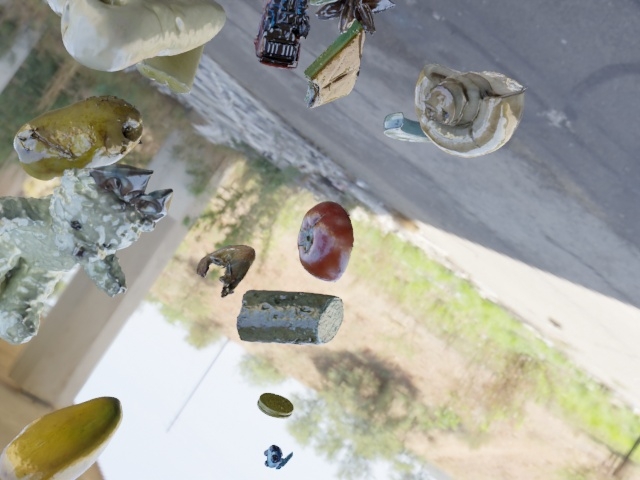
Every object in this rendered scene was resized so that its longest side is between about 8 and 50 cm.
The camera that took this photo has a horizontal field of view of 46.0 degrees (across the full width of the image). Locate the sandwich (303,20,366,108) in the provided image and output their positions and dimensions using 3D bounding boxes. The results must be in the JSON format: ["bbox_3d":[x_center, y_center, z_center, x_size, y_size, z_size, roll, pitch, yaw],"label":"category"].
[{"bbox_3d":[0.038,-0.532,2.298,0.063,0.212,0.244,38,137,26],"label":"sandwich"}]

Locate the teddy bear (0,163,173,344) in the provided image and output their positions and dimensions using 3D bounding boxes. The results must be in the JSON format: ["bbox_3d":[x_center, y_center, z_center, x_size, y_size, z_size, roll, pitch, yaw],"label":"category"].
[{"bbox_3d":[-0.502,0.026,1.468,0.362,0.375,0.327,6,150,45],"label":"teddy bear"}]

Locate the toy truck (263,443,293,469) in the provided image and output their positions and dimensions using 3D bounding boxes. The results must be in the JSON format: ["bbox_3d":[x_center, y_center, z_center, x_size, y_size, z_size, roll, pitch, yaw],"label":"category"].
[{"bbox_3d":[-0.129,0.684,2.377,0.090,0.056,0.073,20,-136,-30],"label":"toy truck"}]

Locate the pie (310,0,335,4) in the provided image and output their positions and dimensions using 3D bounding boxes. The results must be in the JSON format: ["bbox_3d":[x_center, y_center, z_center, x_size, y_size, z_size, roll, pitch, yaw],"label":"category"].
[{"bbox_3d":[-0.003,-0.639,1.679,0.241,0.054,0.240,22,136,23],"label":"pie"}]

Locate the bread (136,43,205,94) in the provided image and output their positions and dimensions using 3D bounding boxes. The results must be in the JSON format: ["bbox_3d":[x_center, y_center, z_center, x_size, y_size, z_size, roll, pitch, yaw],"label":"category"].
[{"bbox_3d":[-0.348,-0.446,1.773,0.140,0.178,0.060,26,152,-26],"label":"bread"}]

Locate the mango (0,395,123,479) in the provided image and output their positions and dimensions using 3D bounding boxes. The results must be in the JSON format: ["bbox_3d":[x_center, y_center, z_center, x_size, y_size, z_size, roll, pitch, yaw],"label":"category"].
[{"bbox_3d":[-0.553,0.435,1.601,0.177,0.317,0.119,20,131,43],"label":"mango"}]

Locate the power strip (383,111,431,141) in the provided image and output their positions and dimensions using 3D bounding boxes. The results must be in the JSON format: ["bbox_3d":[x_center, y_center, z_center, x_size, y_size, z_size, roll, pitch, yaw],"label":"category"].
[{"bbox_3d":[0.253,-0.292,1.977,0.216,0.044,0.137,6,175,-34],"label":"power strip"}]

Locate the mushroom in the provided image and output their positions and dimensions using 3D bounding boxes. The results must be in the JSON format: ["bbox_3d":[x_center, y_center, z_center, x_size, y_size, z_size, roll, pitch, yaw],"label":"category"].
[{"bbox_3d":[0.313,-0.275,1.666,0.254,0.188,0.195,22,-148,36],"label":"mushroom"}]

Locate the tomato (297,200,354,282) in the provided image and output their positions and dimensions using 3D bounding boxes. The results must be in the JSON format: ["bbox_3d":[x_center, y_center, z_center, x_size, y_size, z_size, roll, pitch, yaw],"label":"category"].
[{"bbox_3d":[-0.002,0.002,1.995,0.085,0.224,0.225,1,-168,-28],"label":"tomato"}]

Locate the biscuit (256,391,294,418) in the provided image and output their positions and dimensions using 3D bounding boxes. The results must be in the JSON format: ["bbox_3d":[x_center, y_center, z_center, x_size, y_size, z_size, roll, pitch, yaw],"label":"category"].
[{"bbox_3d":[-0.101,0.369,1.685,0.084,0.023,0.084,20,-166,-5],"label":"biscuit"}]

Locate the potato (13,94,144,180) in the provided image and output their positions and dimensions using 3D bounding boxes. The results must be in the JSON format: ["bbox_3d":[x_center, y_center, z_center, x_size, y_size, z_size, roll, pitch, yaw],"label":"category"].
[{"bbox_3d":[-0.562,-0.242,1.779,0.172,0.300,0.140,62,161,17],"label":"potato"}]

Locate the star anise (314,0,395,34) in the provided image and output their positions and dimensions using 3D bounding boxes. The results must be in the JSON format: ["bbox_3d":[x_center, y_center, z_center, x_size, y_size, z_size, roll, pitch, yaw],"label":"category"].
[{"bbox_3d":[0.103,-0.690,2.190,0.229,0.236,0.093,7,148,4],"label":"star anise"}]

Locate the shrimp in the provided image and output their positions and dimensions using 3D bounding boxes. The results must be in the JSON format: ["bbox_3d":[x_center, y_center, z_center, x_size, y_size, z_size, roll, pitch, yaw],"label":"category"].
[{"bbox_3d":[-0.236,0.074,1.839,0.144,0.052,0.251,-6,-159,7],"label":"shrimp"}]

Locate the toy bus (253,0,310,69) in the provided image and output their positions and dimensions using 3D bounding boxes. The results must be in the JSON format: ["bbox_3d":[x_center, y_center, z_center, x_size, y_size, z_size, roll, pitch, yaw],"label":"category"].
[{"bbox_3d":[-0.041,-0.364,1.055,0.074,0.234,0.096,10,-154,-13],"label":"toy bus"}]

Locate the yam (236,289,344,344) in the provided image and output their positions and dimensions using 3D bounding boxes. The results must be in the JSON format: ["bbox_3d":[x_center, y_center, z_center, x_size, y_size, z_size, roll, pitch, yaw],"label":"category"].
[{"bbox_3d":[-0.058,0.151,1.478,0.194,0.107,0.107,1,163,19],"label":"yam"}]

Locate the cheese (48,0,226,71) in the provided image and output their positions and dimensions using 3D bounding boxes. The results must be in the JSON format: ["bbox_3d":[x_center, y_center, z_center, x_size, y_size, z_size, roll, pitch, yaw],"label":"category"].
[{"bbox_3d":[-0.310,-0.403,1.380,0.329,0.129,0.351,2,-145,-33],"label":"cheese"}]
